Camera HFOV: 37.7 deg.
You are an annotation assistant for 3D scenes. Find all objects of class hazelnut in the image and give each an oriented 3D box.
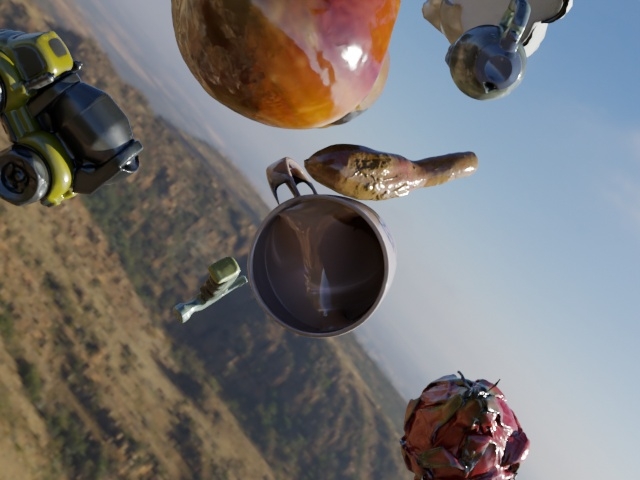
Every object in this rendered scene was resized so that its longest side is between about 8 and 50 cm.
[{"bbox_3d":[-0.057,-0.332,1.264,0.372,0.315,0.372,-11,90,-67],"label":"hazelnut"}]

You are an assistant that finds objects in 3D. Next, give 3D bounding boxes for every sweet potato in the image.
[{"bbox_3d":[0.140,-0.129,1.810,0.385,0.109,0.109,0,33,-29],"label":"sweet potato"}]

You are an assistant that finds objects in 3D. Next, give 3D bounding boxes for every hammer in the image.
[{"bbox_3d":[-0.200,0.083,1.825,0.041,0.159,0.226,54,-25,7],"label":"hammer"}]

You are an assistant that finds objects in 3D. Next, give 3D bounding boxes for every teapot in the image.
[{"bbox_3d":[0.261,-0.264,1.343,0.111,0.149,0.108,50,8,-14],"label":"teapot"}]

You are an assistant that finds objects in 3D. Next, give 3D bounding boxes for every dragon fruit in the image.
[{"bbox_3d":[0.261,0.334,1.637,0.234,0.234,0.293,51,-38,20],"label":"dragon fruit"}]

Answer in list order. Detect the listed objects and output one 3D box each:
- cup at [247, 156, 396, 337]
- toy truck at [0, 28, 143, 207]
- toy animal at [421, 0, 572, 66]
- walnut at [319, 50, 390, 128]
[{"bbox_3d":[0.000,0.000,1.334,0.253,0.191,0.200,62,12,1],"label":"cup"},{"bbox_3d":[-0.325,-0.158,1.129,0.224,0.165,0.147,65,18,-14],"label":"toy truck"},{"bbox_3d":[0.315,-0.410,1.679,0.357,0.258,0.194,-49,144,-68],"label":"toy animal"},{"bbox_3d":[-0.024,-0.408,1.846,0.398,0.308,0.354,50,22,-49],"label":"walnut"}]
